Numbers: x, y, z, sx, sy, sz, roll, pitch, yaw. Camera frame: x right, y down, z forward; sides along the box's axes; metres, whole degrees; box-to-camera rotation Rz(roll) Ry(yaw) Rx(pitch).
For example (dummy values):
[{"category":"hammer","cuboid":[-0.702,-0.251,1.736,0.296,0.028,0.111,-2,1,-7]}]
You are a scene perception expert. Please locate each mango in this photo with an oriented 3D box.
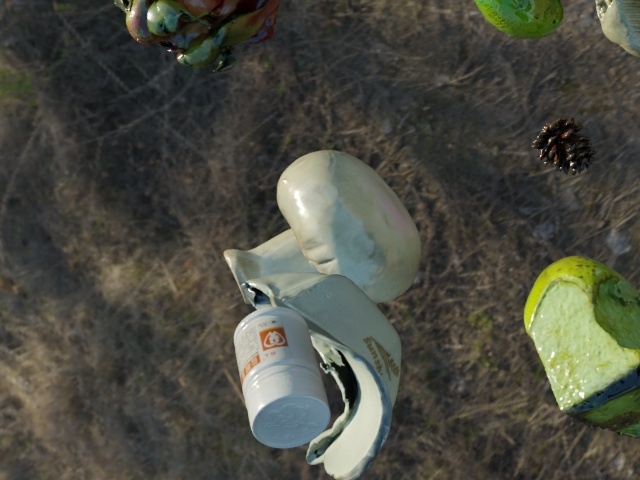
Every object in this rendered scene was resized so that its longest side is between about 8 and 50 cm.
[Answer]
[{"category":"mango","cuboid":[0.324,-0.394,1.621,0.119,0.178,0.100,45,115,57]}]

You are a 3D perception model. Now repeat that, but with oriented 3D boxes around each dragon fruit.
[{"category":"dragon fruit","cuboid":[-0.083,-0.183,0.721,0.142,0.175,0.138,-14,131,23]}]

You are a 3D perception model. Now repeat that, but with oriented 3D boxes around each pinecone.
[{"category":"pinecone","cuboid":[0.439,-0.168,1.732,0.109,0.102,0.102,32,123,16]}]

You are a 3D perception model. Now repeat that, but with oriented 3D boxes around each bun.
[{"category":"bun","cuboid":[0.568,-0.420,1.739,0.128,0.193,0.178,-148,68,-67]}]

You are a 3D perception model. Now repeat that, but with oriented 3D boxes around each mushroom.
[{"category":"mushroom","cuboid":[0.020,-0.029,1.761,0.315,0.356,0.315,-172,90,-71]}]

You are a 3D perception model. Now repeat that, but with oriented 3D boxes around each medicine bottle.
[{"category":"medicine bottle","cuboid":[-0.028,0.095,0.686,0.089,0.057,0.057,-108,35,-48]}]

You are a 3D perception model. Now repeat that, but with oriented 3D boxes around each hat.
[{"category":"hat","cuboid":[0.040,0.149,1.185,0.257,0.168,0.301,69,166,-8]}]

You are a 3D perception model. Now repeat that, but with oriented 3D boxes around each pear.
[{"category":"pear","cuboid":[0.429,0.146,1.441,0.164,0.238,0.255,-40,48,27]}]
